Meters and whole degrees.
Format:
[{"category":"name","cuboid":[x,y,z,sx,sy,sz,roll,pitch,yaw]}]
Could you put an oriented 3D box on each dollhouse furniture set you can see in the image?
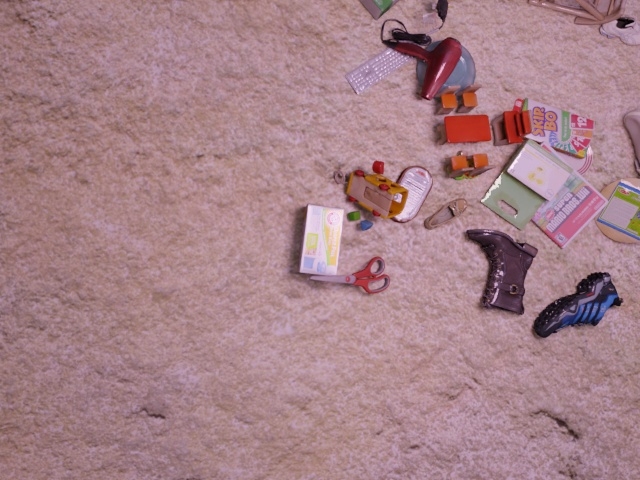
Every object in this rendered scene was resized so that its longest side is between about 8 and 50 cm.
[{"category":"dollhouse furniture set","cuboid":[0.489,-0.338,1.790,0.259,0.135,0.262,-7,86,-18]}]

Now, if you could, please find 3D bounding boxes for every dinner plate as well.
[{"category":"dinner plate","cuboid":[0.806,-0.271,1.912,0.141,0.017,0.141,0,90,-6]}]

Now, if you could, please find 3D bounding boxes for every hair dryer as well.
[{"category":"hair dryer","cuboid":[0.317,-0.564,1.811,0.223,0.080,0.294,-16,76,26]}]

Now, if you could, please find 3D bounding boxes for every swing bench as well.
[{"category":"swing bench","cuboid":[0.829,-0.837,1.857,0.254,0.165,0.253,18,86,-11]}]

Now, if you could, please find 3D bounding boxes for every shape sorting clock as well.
[{"category":"shape sorting clock","cuboid":[0.976,-0.094,1.881,0.206,0.040,0.206,7,106,25]}]

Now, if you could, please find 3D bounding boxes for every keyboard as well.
[{"category":"keyboard","cuboid":[0.200,-0.549,1.847,0.256,0.014,0.072,-34,93,-7]}]

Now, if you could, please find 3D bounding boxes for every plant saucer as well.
[{"category":"plant saucer","cuboid":[0.399,-0.530,1.852,0.194,0.037,0.195,0,93,-10]}]

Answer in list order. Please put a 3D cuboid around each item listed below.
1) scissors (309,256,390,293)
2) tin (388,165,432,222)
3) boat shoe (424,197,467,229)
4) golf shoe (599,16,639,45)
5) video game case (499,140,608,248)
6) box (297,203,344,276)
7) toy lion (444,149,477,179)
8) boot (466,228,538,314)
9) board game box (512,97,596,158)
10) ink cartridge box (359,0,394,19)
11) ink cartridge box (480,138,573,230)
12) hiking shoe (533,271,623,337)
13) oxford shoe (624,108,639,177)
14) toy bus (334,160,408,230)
[{"category":"scissors","cuboid":[0.094,0.123,1.744,0.297,0.021,0.109,-14,101,-38]},{"category":"tin","cuboid":[0.274,-0.143,1.838,0.106,0.040,0.190,30,86,-10]},{"category":"boat shoe","cuboid":[0.394,-0.083,1.843,0.153,0.048,0.056,-27,92,-6]},{"category":"golf shoe","cuboid":[0.993,-0.675,1.909,0.176,0.086,0.069,7,86,-8]},{"category":"video game case","cuboid":[0.733,-0.142,1.877,0.285,0.025,0.204,42,97,-4]},{"category":"box","cuboid":[0.000,0.000,1.767,0.114,0.103,0.203,7,88,-6]},{"category":"toy lion","cuboid":[0.452,-0.227,1.865,0.096,0.034,0.100,44,85,-12]},{"category":"boot","cuboid":[0.543,0.097,1.837,0.262,0.091,0.229,21,86,-8]},{"category":"board game box","cuboid":[0.729,-0.358,1.886,0.259,0.039,0.124,19,86,3]},{"category":"ink cartridge box","cuboid":[0.206,-0.806,1.816,0.208,0.087,0.153,-41,93,-5]},{"category":"ink cartridge box","cuboid":[0.635,-0.169,1.836,0.171,0.056,0.235,34,96,-4]},{"category":"hiking shoe","cuboid":[0.810,0.226,1.854,0.304,0.113,0.132,-34,92,-6]},{"category":"oxford shoe","cuboid":[1.078,-0.206,1.874,0.130,0.169,0.449,-32,98,-4]},{"category":"toy bus","cuboid":[0.165,-0.148,1.783,0.104,0.191,0.202,-17,86,-43]}]
